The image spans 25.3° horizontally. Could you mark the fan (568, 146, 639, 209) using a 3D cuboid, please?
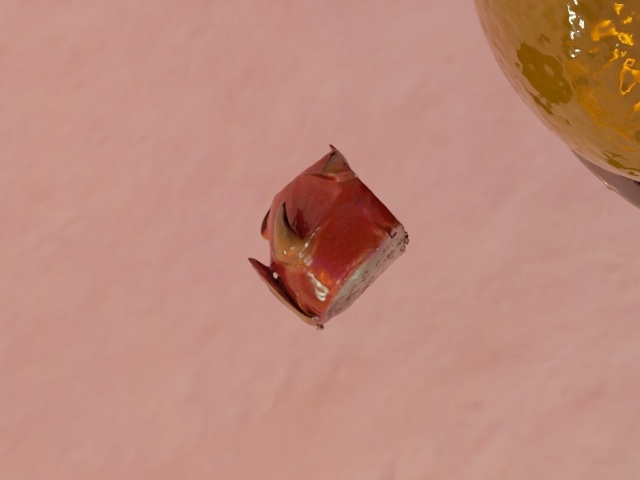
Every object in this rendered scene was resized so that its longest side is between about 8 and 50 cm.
[{"bbox_3d":[0.334,-0.039,1.328,0.244,0.130,0.074,45,110,21],"label":"fan"}]

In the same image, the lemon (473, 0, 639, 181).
[{"bbox_3d":[0.141,-0.126,0.528,0.184,0.184,0.248,-15,122,4],"label":"lemon"}]

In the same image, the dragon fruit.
[{"bbox_3d":[0.000,0.000,0.602,0.060,0.083,0.056,-44,85,-3],"label":"dragon fruit"}]
